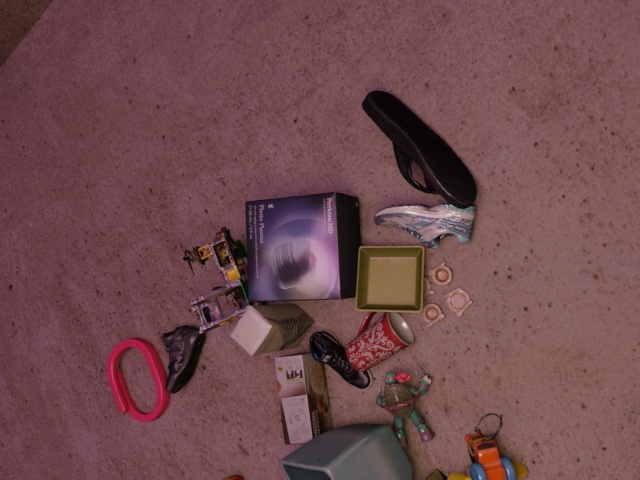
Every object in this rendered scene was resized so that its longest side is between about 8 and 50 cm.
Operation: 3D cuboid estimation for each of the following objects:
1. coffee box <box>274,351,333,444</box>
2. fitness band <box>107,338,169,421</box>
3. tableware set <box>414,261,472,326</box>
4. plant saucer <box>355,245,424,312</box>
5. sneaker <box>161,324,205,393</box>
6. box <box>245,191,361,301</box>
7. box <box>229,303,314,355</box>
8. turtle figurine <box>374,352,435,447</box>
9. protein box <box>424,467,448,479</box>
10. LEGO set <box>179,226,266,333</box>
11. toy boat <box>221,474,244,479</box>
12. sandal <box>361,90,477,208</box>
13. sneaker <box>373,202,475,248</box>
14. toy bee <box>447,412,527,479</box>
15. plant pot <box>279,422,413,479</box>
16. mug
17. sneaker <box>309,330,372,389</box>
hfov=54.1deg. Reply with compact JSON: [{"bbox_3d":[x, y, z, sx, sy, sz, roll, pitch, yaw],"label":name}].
[{"bbox_3d":[-0.047,0.453,1.822,0.098,0.141,0.247,-11,81,26],"label":"coffee box"},{"bbox_3d":[-0.626,0.482,2.161,0.209,0.054,0.291,-31,75,19],"label":"fitness band"},{"bbox_3d":[0.323,0.147,1.726,0.141,0.020,0.169,-35,73,20],"label":"tableware set"},{"bbox_3d":[0.197,0.110,1.749,0.188,0.045,0.188,-1,74,18],"label":"plant saucer"},{"bbox_3d":[-0.474,0.384,2.072,0.130,0.087,0.228,21,93,28],"label":"sneaker"},{"bbox_3d":[-0.047,0.023,1.804,0.293,0.182,0.297,-5,86,24],"label":"box"},{"bbox_3d":[-0.132,0.252,1.801,0.094,0.275,0.113,39,103,22],"label":"box"},{"bbox_3d":[0.220,0.438,1.709,0.175,0.118,0.234,-19,86,28],"label":"turtle figurine"},{"bbox_3d":[0.306,0.751,1.628,0.199,0.136,0.201,38,102,23],"label":"protein box"},{"bbox_3d":[-0.308,0.147,1.911,0.192,0.255,0.331,-24,83,6],"label":"LEGO set"},{"bbox_3d":[-0.343,0.870,1.936,0.267,0.148,0.318,28,99,25],"label":"toy boat"},{"bbox_3d":[0.266,-0.237,1.726,0.446,0.167,0.107,55,134,27],"label":"sandal"},{"bbox_3d":[0.278,-0.039,1.713,0.282,0.110,0.122,0,90,27],"label":"sneaker"},{"bbox_3d":[0.429,0.563,1.587,0.195,0.162,0.298,13,94,-8],"label":"toy bee"},{"bbox_3d":[0.094,0.615,1.647,0.247,0.252,0.248,-22,98,55],"label":"plant pot"},{"bbox_3d":[0.163,0.278,1.766,0.169,0.150,0.113,-39,107,23],"label":"mug"},{"bbox_3d":[0.045,0.351,1.793,0.217,0.121,0.079,43,106,22],"label":"sneaker"}]
